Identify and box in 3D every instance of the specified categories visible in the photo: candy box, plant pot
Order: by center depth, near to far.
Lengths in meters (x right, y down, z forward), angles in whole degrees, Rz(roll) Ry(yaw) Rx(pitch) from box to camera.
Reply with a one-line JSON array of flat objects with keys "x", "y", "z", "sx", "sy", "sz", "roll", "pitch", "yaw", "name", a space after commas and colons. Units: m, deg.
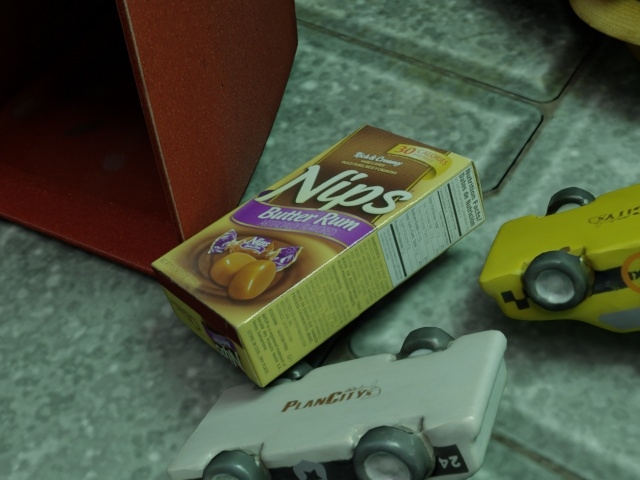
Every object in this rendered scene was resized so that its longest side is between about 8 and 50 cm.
[{"x": 0.000, "y": 0.000, "z": 0.542, "sx": 0.187, "sy": 0.053, "sz": 0.109, "roll": -34, "pitch": 36, "yaw": -23, "name": "candy box"}, {"x": -0.154, "y": -0.171, "z": 0.611, "sx": 0.268, "sy": 0.267, "sz": 0.235, "roll": 19, "pitch": 50, "yaw": 23, "name": "plant pot"}]

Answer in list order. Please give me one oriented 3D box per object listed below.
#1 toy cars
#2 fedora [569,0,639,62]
[{"x": 0.108, "y": 0.065, "z": 0.479, "sx": 0.394, "sy": 0.087, "sz": 0.176, "roll": -30, "pitch": 17, "yaw": -9, "name": "toy cars"}, {"x": 0.282, "y": -0.173, "z": 0.622, "sx": 0.195, "sy": 0.079, "sz": 0.194, "roll": -11, "pitch": 49, "yaw": 13, "name": "fedora"}]
